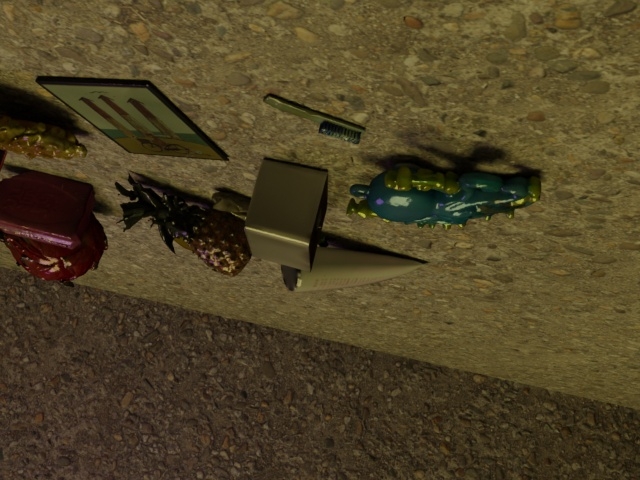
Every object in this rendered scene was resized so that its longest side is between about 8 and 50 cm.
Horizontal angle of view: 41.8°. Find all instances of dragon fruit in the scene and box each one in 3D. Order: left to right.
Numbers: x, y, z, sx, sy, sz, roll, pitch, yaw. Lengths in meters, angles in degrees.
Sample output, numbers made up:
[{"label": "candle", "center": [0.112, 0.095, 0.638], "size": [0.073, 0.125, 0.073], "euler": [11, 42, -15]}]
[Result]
[{"label": "dragon fruit", "center": [-0.730, -0.005, 2.279], "size": [0.298, 0.245, 0.244], "euler": [10, 167, -23]}]

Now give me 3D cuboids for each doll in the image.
[{"label": "doll", "center": [0.220, -0.089, 1.511], "size": [0.341, 0.099, 0.346], "euler": [0, 169, 0]}]

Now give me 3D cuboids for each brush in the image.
[{"label": "brush", "center": [-0.012, -0.198, 1.390], "size": [0.178, 0.030, 0.033], "euler": [17, 174, -17]}]

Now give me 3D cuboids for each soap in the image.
[{"label": "soap", "center": [-0.717, -0.083, 2.135], "size": [0.249, 0.162, 0.099], "euler": [13, 165, -3]}]

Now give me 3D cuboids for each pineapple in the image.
[{"label": "pineapple", "center": [-0.336, -0.041, 2.030], "size": [0.364, 0.166, 0.165], "euler": [25, 162, -18]}]

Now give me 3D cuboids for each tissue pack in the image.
[{"label": "tissue pack", "center": [-0.067, -0.048, 1.739], "size": [0.135, 0.160, 0.246], "euler": [14, 166, 4]}]

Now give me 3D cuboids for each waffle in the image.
[{"label": "waffle", "center": [-0.634, -0.212, 1.686], "size": [0.324, 0.068, 0.302], "euler": [5, 179, -16]}]

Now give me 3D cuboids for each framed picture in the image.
[{"label": "framed picture", "center": [-0.347, -0.226, 1.596], "size": [0.244, 0.013, 0.324], "euler": [6, 164, 22]}]

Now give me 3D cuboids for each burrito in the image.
[{"label": "burrito", "center": [-0.153, -0.061, 1.960], "size": [0.229, 0.058, 0.063], "euler": [19, 160, -30]}]

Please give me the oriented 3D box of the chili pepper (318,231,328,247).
[{"label": "chili pepper", "center": [-0.001, 0.001, 2.110], "size": [0.034, 0.030, 0.091], "euler": [-14, 164, 3]}]

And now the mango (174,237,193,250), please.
[{"label": "mango", "center": [-0.339, -0.028, 2.185], "size": [0.194, 0.092, 0.130], "euler": [32, 160, -29]}]

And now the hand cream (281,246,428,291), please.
[{"label": "hand cream", "center": [0.079, 0.070, 2.138], "size": [0.358, 0.118, 0.185], "euler": [1, 167, -25]}]

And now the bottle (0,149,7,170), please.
[{"label": "bottle", "center": [-0.791, -0.142, 1.975], "size": [0.060, 0.164, 0.060], "euler": [12, 165, 3]}]
